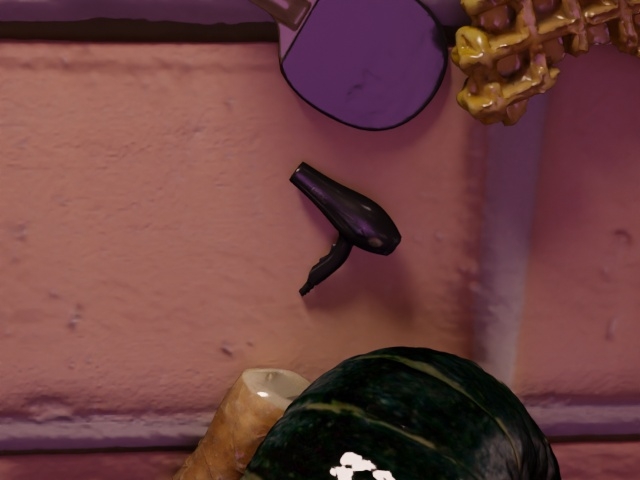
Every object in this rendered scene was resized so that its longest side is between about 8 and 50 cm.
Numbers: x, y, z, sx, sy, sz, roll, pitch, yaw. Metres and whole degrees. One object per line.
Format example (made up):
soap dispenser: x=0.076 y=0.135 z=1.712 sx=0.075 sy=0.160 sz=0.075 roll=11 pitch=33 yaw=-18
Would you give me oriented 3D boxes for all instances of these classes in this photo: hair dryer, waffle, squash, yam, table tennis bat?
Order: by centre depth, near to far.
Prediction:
waffle: x=0.172 y=-0.124 z=0.530 sx=0.194 sy=0.051 sz=0.148 roll=12 pitch=112 yaw=-14
table tennis bat: x=0.003 y=-0.122 z=0.538 sx=0.157 sy=0.013 sz=0.087 roll=30 pitch=109 yaw=-16
squash: x=0.042 y=0.190 z=0.556 sx=0.165 sy=0.252 sz=0.252 roll=23 pitch=117 yaw=33
hair dryer: x=0.000 y=0.000 z=0.586 sx=0.079 sy=0.031 sz=0.083 roll=36 pitch=115 yaw=-6
yam: x=-0.099 y=0.207 z=0.645 sx=0.066 sy=0.066 sz=0.299 roll=31 pitch=108 yaw=-16
